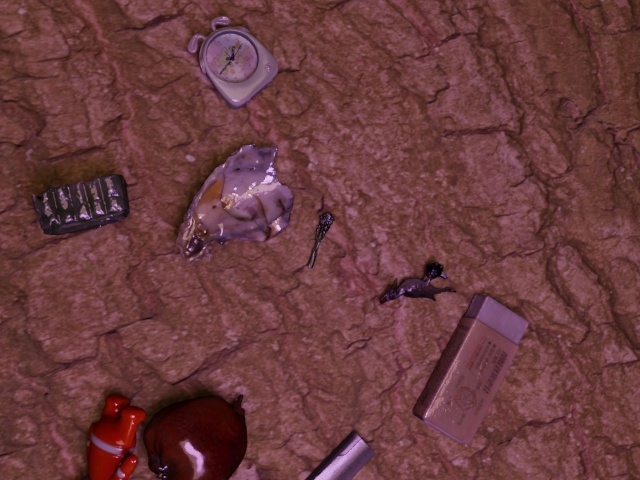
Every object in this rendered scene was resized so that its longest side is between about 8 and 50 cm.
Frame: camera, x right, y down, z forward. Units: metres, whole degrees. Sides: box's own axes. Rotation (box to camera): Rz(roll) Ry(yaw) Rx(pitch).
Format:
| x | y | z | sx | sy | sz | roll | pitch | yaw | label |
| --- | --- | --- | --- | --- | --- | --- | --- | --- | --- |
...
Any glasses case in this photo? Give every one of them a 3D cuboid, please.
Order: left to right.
| x | y | z | sx | sy | sz | roll | pitch | yaw | label |
| --- | --- | --- | --- | --- | --- | --- | --- | --- | --- |
| 0.033 | 0.548 | 1.488 | 0.205 | 0.047 | 0.071 | -43 | 97 | -10 | glasses case |

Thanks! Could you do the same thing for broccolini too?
| x | y | z | sx | sy | sz | roll | pitch | yaw | label |
| --- | --- | --- | --- | --- | --- | --- | --- | --- | --- |
| 0.000 | 0.000 | 1.509 | 0.035 | 0.030 | 0.140 | 18 | 89 | -48 | broccolini |

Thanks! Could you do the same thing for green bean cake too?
| x | y | z | sx | sy | sz | roll | pitch | yaw | label |
| --- | --- | --- | --- | --- | --- | --- | --- | --- | --- |
| -0.487 | -0.070 | 1.320 | 0.181 | 0.173 | 0.094 | -15 | 94 | -14 | green bean cake |

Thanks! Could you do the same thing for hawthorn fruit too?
| x | y | z | sx | sy | sz | roll | pitch | yaw | label |
| --- | --- | --- | --- | --- | --- | --- | --- | --- | --- |
| -0.247 | 0.421 | 1.360 | 0.248 | 0.208 | 0.208 | -33 | 96 | -35 | hawthorn fruit |

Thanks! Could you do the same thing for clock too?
| x | y | z | sx | sy | sz | roll | pitch | yaw | label |
| --- | --- | --- | --- | --- | --- | --- | --- | --- | --- |
| -0.203 | -0.412 | 1.450 | 0.151 | 0.062 | 0.191 | -43 | 97 | -10 | clock |

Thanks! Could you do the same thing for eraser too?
| x | y | z | sx | sy | sz | roll | pitch | yaw | label |
| --- | --- | --- | --- | --- | --- | --- | --- | --- | --- |
| 0.370 | 0.312 | 1.556 | 0.144 | 0.078 | 0.344 | 32 | 81 | -11 | eraser |

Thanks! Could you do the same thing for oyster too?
| x | y | z | sx | sy | sz | roll | pitch | yaw | label |
| --- | --- | --- | --- | --- | --- | --- | --- | --- | --- |
| -0.188 | -0.080 | 1.428 | 0.270 | 0.100 | 0.276 | 2 | 76 | -15 | oyster |

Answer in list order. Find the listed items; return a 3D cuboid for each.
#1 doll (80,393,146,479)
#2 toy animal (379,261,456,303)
| x | y | z | sx | sy | sz | roll | pitch | yaw | label |
| --- | --- | --- | --- | --- | --- | --- | --- | --- | --- |
| -0.447 | 0.500 | 1.319 | 0.105 | 0.199 | 0.337 | 19 | 84 | -44 | doll |
| 0.234 | 0.114 | 1.536 | 0.202 | 0.070 | 0.105 | -17 | 111 | -17 | toy animal |
